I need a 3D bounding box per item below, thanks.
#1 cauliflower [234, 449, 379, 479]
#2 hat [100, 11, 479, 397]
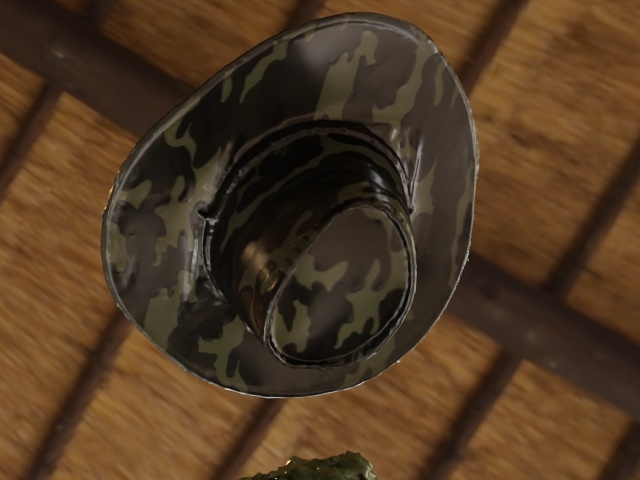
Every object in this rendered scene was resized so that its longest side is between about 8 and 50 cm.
[{"bbox_3d":[0.069,0.196,0.430,0.275,0.272,0.250,16,-38,-24],"label":"cauliflower"},{"bbox_3d":[0.000,0.000,0.419,0.121,0.050,0.121,-10,-56,-15],"label":"hat"}]
